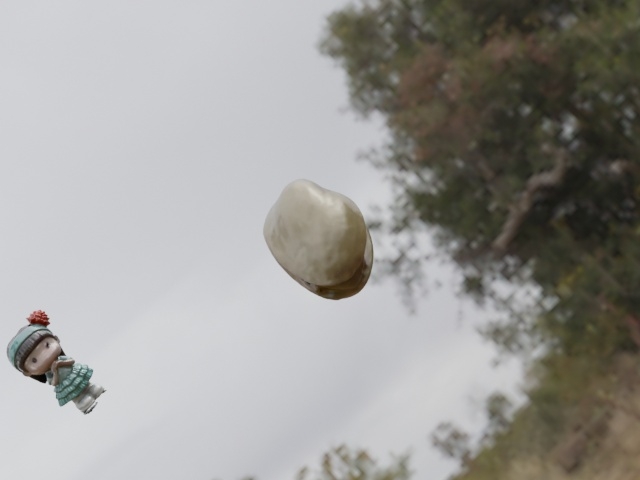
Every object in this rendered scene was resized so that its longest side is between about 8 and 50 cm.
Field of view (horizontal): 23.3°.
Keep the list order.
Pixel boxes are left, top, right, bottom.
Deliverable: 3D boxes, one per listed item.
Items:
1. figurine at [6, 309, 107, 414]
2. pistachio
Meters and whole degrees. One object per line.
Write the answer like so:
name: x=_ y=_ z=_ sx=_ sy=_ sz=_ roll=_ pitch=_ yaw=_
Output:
figurine: x=-0.253 y=0.120 z=1.493 sx=0.060 sy=0.106 sz=0.047 roll=-50 pitch=10 yaw=-15
pistachio: x=0.000 y=0.000 z=1.680 sx=0.113 sy=0.149 sz=0.113 roll=-12 pitch=-44 yaw=-12
